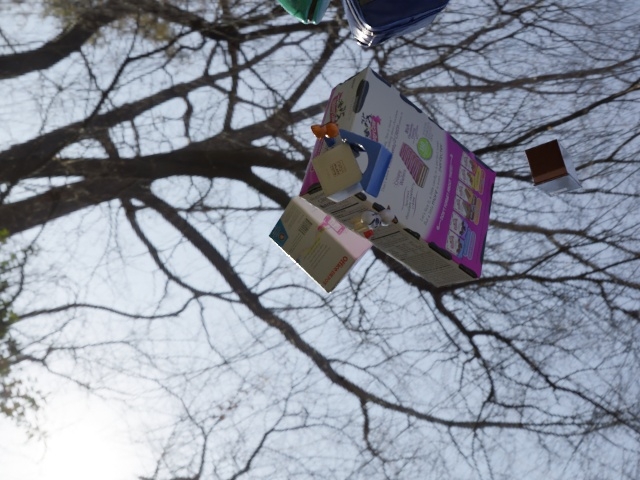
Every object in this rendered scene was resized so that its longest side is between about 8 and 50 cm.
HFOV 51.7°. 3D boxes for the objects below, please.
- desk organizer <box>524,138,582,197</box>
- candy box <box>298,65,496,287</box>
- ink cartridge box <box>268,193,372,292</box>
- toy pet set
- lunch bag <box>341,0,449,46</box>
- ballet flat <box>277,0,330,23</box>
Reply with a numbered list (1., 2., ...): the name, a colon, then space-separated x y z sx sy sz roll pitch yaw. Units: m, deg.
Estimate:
1. desk organizer: 0.319 -0.096 0.901 0.047 0.130 0.050 -19 -102 26
2. candy box: 0.099 -0.067 0.775 0.233 0.159 0.071 33 -32 -29
3. ink cartridge box: 0.000 0.000 0.925 0.122 0.052 0.088 44 -46 8
4. toy pet set: 0.038 -0.073 0.627 0.065 0.114 0.122 -25 -102 14
5. lunch bag: 0.071 -0.224 0.596 0.065 0.098 0.067 -154 -139 -84
6. ballet flat: 0.004 -0.375 0.762 0.087 0.083 0.247 29 -55 0
